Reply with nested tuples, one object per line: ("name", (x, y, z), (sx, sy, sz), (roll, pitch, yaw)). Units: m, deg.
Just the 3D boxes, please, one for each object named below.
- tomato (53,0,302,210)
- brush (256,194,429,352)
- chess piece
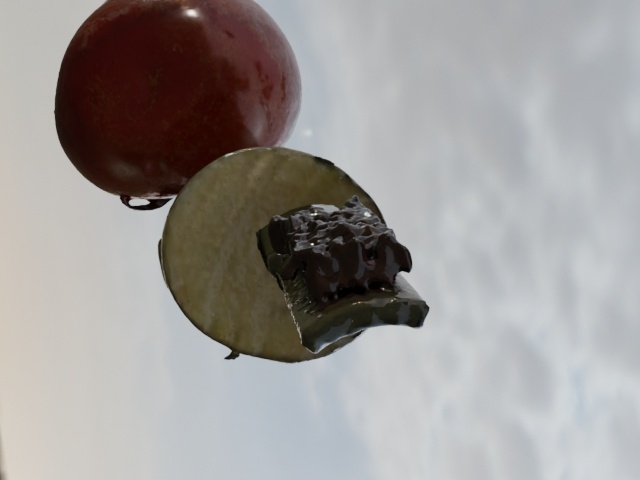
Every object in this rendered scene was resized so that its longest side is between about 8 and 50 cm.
("tomato", (-0.107, -0.113, 1.107), (0.151, 0.187, 0.187), (61, -3, -29))
("brush", (0.000, 0.000, 0.586), (0.248, 0.043, 0.036), (-123, -157, -81))
("chess piece", (-0.039, 0.007, 1.028), (0.301, 0.137, 0.137), (-174, -105, -84))
